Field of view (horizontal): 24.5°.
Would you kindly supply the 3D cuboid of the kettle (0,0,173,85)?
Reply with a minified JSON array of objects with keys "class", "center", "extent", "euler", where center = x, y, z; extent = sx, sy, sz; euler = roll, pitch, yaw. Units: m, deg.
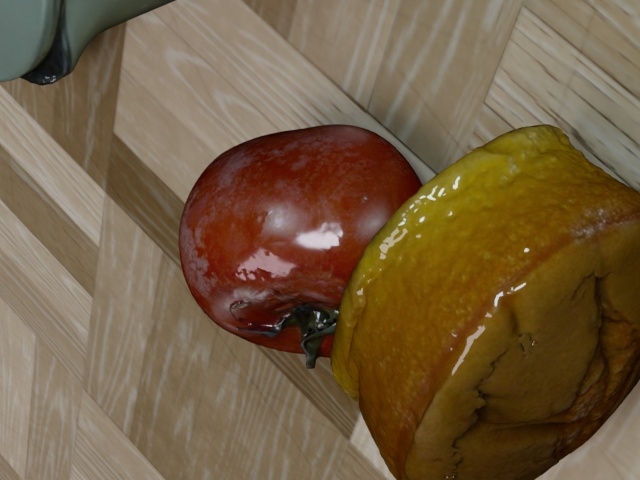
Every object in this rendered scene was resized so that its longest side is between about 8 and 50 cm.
[{"class":"kettle","center":[-0.083,-0.256,0.754],"extent":[0.205,0.318,0.265],"euler":[21,133,45]}]

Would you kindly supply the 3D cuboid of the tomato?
[{"class":"tomato","center":[0.000,0.000,1.018],"extent":[0.187,0.151,0.187],"euler":[5,145,3]}]

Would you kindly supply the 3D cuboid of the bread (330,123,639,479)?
[{"class":"bread","center":[0.110,0.056,0.874],"extent":[0.142,0.195,0.269],"euler":[51,151,24]}]
